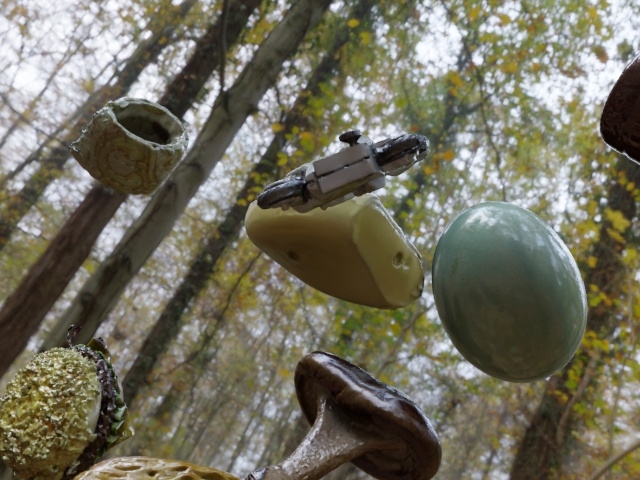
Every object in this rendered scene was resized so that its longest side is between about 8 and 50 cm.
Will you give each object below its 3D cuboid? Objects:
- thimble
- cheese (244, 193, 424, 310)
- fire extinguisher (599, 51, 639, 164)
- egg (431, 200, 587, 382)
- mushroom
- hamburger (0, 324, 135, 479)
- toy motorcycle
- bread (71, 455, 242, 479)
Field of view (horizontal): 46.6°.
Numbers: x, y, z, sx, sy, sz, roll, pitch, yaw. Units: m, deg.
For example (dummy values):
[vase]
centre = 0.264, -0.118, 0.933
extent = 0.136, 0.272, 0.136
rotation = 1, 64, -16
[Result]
[thimble]
centre = -0.357, -0.179, 1.390
extent = 0.190, 0.137, 0.143
rotation = 21, -43, -30
[cheese]
centre = 0.000, 0.000, 1.212
extent = 0.316, 0.128, 0.259
rotation = 15, -36, 45
[fire extinguisher]
centre = 0.380, -0.045, 0.526
extent = 0.344, 0.138, 0.102
rotation = 41, 10, 35
[egg]
centre = 0.216, 0.061, 0.861
extent = 0.168, 0.168, 0.231
rotation = -2, -56, 45
[mushroom]
centre = 0.010, 0.258, 0.889
extent = 0.227, 0.217, 0.148
rotation = 20, -50, 35
[hamburger]
centre = -0.436, 0.276, 1.225
extent = 0.138, 0.243, 0.262
rotation = 43, 12, -51
[toy motorcycle]
centre = 0.031, -0.084, 0.950
extent = 0.151, 0.228, 0.074
rotation = 30, 38, -84
[bread]
centre = -0.216, 0.350, 0.939
extent = 0.235, 0.099, 0.210
rotation = 12, -43, -23
